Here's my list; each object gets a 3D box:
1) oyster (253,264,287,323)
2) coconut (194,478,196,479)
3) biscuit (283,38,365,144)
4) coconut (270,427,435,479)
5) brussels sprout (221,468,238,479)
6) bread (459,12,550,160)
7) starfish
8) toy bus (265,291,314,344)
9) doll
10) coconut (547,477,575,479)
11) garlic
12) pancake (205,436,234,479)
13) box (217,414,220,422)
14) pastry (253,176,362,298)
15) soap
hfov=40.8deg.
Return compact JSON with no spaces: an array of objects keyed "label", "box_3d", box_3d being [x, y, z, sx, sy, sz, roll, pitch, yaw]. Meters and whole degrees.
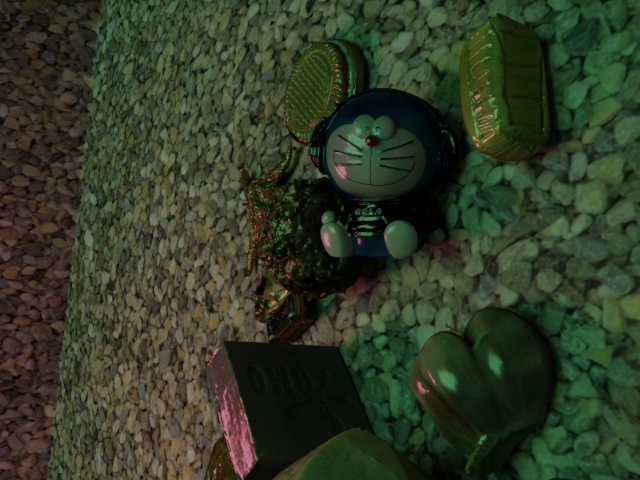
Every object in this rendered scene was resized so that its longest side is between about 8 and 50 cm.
[{"label":"oyster","box_3d":[-0.095,0.084,2.016,0.129,0.078,0.345,47,140,20]},{"label":"coconut","box_3d":[-0.182,0.542,1.617,0.194,0.194,0.194,-15,71,55]},{"label":"biscuit","box_3d":[0.005,-0.337,1.968,0.259,0.079,0.259,-14,73,55]},{"label":"coconut","box_3d":[0.080,0.522,1.456,0.415,0.415,0.345,-35,31,49]},{"label":"brussels sprout","box_3d":[-0.104,0.623,1.809,0.328,0.247,0.328,23,117,58]},{"label":"bread","box_3d":[0.305,-0.251,1.442,0.106,0.140,0.236,-26,60,56]},{"label":"starfish","box_3d":[-0.134,-0.088,2.133,0.293,0.084,0.301,-26,59,54]},{"label":"toy bus","box_3d":[-0.067,0.181,1.988,0.162,0.074,0.069,-49,38,43]},{"label":"doll","box_3d":[0.118,-0.132,1.631,0.284,0.240,0.310,-1,98,17]},{"label":"coconut","box_3d":[0.342,0.439,1.209,0.224,0.224,0.224,-15,71,55]},{"label":"garlic","box_3d":[0.266,0.235,1.443,0.237,0.210,0.292,85,165,-58]},{"label":"pancake","box_3d":[-0.238,0.630,2.201,0.250,0.031,0.250,-17,69,54]},{"label":"box","box_3d":[-0.222,0.445,2.193,0.082,0.051,0.023,-37,53,47]},{"label":"pastry","box_3d":[0.000,0.000,1.760,0.193,0.275,0.275,20,101,52]},{"label":"soap","box_3d":[-0.060,0.347,1.748,0.107,0.296,0.285,-56,44,35]}]
